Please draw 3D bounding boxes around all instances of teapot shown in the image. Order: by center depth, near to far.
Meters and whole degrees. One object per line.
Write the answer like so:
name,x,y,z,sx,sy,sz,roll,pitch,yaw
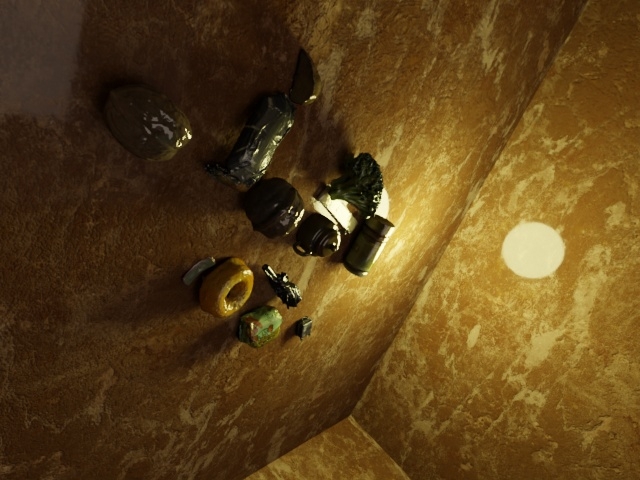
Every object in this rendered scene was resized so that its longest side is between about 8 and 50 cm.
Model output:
teapot,0.000,0.000,1.967,0.267,0.175,0.186,-30,140,-30

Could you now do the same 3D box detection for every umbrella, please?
umbrella,-0.185,0.205,2.023,0.118,0.118,0.340,-46,142,-9

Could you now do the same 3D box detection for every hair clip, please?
hair clip,-0.457,0.113,1.644,0.137,0.022,0.054,-42,146,-15

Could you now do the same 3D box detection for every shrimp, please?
shrimp,-0.277,-0.270,1.475,0.262,0.051,0.198,17,101,-58

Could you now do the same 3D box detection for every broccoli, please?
broccoli,0.152,-0.237,1.916,0.248,0.245,0.288,-105,-167,-86

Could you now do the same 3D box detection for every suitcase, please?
suitcase,-0.092,0.486,2.442,0.086,0.059,0.126,-25,140,-38

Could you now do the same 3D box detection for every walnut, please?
walnut,-0.445,-0.301,1.122,0.178,0.178,0.230,-49,142,-3
walnut,-0.172,-0.119,1.615,0.224,0.224,0.224,-32,143,-28

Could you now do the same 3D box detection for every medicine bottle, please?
medicine bottle,0.254,0.028,2.333,0.151,0.151,0.322,3,120,-53

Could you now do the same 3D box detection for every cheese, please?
cheese,0.090,-0.137,2.076,0.085,0.034,0.400,-54,149,-4

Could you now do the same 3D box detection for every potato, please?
potato,-0.029,-0.537,1.470,0.089,0.100,0.172,-18,132,-49

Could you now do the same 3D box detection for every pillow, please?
pillow,-0.187,-0.339,1.433,0.335,0.092,0.161,-63,149,-8

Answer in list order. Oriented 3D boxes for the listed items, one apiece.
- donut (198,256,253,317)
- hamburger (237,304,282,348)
donut,-0.373,0.190,1.755,0.253,0.118,0.253,-46,150,-37
hamburger,-0.281,0.429,2.081,0.214,0.125,0.235,-8,115,-35
